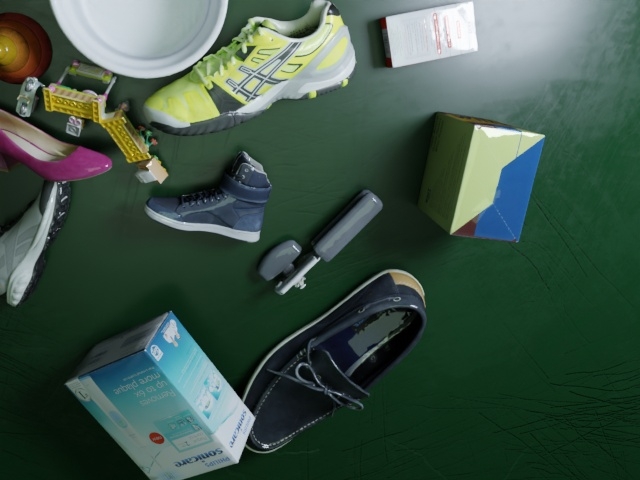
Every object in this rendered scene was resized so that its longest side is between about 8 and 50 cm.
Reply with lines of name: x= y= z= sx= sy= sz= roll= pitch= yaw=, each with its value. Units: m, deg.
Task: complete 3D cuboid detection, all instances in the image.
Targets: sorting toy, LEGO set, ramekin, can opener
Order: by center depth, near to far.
sorting toy: x=-0.582 y=-0.412 z=1.059 sx=0.127 sy=0.126 sz=0.366 roll=-32 pitch=110 yaw=1
ramekin: x=-0.294 y=-0.414 z=1.103 sx=0.277 sy=0.135 sz=0.277 roll=-3 pitch=108 yaw=-10
LEGO set: x=-0.378 y=-0.224 z=1.186 sx=0.287 sy=0.107 sz=0.132 roll=29 pitch=135 yaw=-21
can opener: x=0.000 y=0.000 z=1.314 sx=0.280 sy=0.074 sz=0.093 roll=-40 pitch=108 yaw=4

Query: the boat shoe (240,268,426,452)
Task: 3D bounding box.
boat shoe: x=0.019 y=0.260 z=1.357 sx=0.500 sy=0.156 sz=0.187 roll=-42 pitch=111 yaw=6

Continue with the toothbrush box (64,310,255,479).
toothbrush box: x=-0.303 y=0.313 z=1.294 sx=0.216 sy=0.126 sz=0.296 roll=-23 pitch=113 yaw=24

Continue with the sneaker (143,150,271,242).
sneaker: x=-0.201 y=-0.095 z=1.235 sx=0.226 sy=0.086 sz=0.163 roll=9 pitch=116 yaw=-22

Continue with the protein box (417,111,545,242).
protein box: x=0.293 y=-0.125 z=1.258 sx=0.135 sy=0.201 sz=0.200 roll=7 pitch=106 yaw=-12

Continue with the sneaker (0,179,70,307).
sneaker: x=-0.536 y=-0.010 z=1.207 sx=0.108 sy=0.100 sz=0.272 roll=27 pitch=101 yaw=-11

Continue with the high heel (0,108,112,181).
high heel: x=-0.476 y=-0.172 z=1.143 sx=0.244 sy=0.082 sz=0.117 roll=10 pitch=125 yaw=16

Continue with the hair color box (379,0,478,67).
hair color box: x=0.201 y=-0.383 z=1.242 sx=0.167 sy=0.053 sz=0.093 roll=-12 pitch=107 yaw=-5

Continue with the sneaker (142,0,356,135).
sneaker: x=-0.129 y=-0.301 z=1.148 sx=0.384 sy=0.145 sz=0.147 roll=-25 pitch=134 yaw=-12
